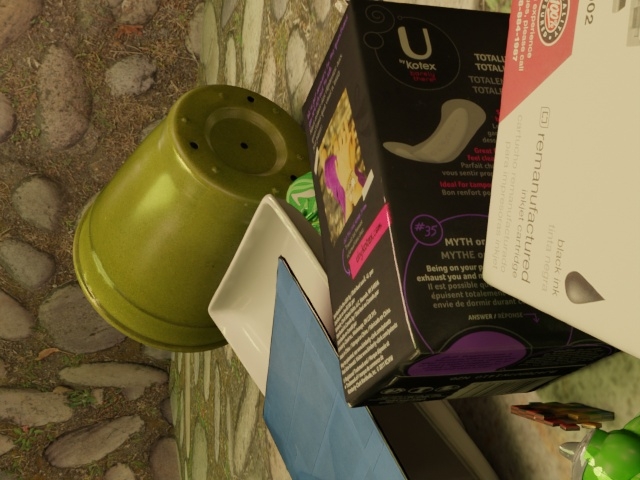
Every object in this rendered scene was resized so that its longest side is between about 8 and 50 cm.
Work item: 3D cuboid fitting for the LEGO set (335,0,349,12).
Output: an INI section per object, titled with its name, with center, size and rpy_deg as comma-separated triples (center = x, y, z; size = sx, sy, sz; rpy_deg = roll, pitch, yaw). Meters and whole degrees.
[LEGO set]
center = 0.038, -0.381, 0.836
size = 0.087, 0.093, 0.227
rpy_deg = -112, 29, -50

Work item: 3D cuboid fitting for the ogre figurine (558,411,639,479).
[ogre figurine]
center = 0.192, 0.125, 0.318
size = 0.197, 0.118, 0.096
rpy_deg = -111, 28, -50

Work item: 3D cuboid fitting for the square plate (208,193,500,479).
[square plate]
center = 0.017, 0.150, 0.760
size = 0.344, 0.049, 0.347
rpy_deg = 53, 153, 8

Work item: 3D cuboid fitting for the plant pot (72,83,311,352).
[plant pot]
center = -0.187, -0.057, 1.188
size = 0.353, 0.367, 0.366
rpy_deg = -51, 40, 45

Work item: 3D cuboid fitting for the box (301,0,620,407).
[box]
center = 0.094, -0.027, 0.542
size = 0.143, 0.165, 0.270
rpy_deg = 123, 143, -60

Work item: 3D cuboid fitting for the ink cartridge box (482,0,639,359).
[ink cartridge box]
center = 0.198, -0.044, 0.301
size = 0.283, 0.117, 0.207
rpy_deg = -147, 59, -69

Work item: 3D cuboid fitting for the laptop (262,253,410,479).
[laptop]
center = -0.050, 0.307, 0.649
size = 0.408, 0.236, 0.382
rpy_deg = -55, -15, -34

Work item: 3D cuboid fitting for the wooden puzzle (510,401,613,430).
[wooden puzzle]
center = 0.168, 0.120, 0.500
size = 0.083, 0.049, 0.006
rpy_deg = 172, 97, -71

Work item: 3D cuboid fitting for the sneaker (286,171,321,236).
[sneaker]
center = 0.000, 0.000, 0.896
size = 0.295, 0.124, 0.109
rpy_deg = -115, 33, -51
